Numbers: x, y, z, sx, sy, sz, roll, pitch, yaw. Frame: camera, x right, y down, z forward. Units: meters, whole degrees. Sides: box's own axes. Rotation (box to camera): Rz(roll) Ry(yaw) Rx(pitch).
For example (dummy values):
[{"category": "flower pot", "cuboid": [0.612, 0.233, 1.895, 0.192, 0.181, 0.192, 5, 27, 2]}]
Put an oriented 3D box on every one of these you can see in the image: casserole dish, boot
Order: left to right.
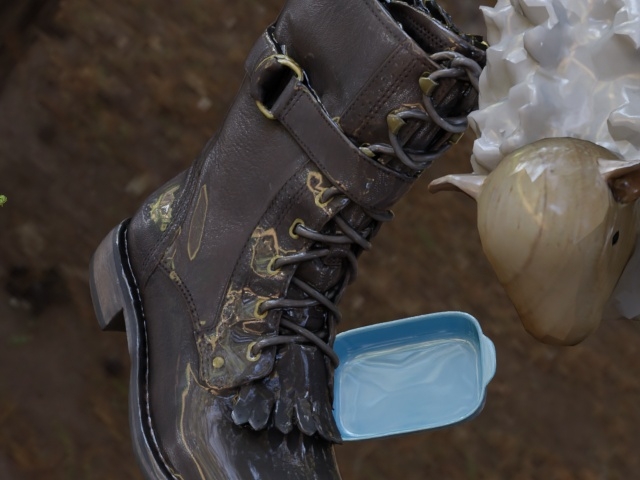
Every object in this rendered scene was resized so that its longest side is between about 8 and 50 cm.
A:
[{"category": "boot", "cuboid": [0.000, 0.000, 0.766, 0.091, 0.229, 0.263, 14, 35, -44]}, {"category": "casserole dish", "cuboid": [0.077, 0.131, 1.584, 0.037, 0.188, 0.114, 47, 36, -53]}]

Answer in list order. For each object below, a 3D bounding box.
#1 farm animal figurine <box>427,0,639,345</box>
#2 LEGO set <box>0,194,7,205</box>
[{"category": "farm animal figurine", "cuboid": [0.119, 0.091, 0.322, 0.330, 0.327, 0.172, 20, -11, 31]}, {"category": "LEGO set", "cuboid": [-0.298, -0.010, 0.768, 0.331, 0.255, 0.192, 53, 0, -40]}]
